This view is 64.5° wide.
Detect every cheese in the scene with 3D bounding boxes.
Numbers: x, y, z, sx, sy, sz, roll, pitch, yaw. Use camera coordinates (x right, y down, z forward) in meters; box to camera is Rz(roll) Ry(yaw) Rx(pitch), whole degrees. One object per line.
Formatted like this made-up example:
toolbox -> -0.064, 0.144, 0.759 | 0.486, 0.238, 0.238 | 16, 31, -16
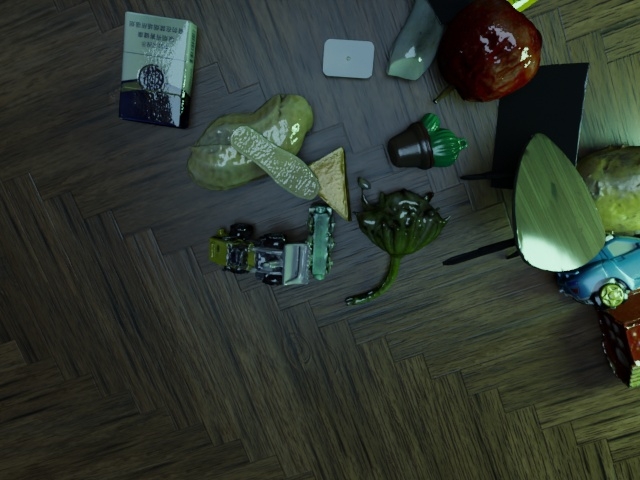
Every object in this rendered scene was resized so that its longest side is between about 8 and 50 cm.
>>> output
cheese -> 0.041, -0.126, 1.282 | 0.126, 0.093, 0.171 | -26, 87, 7

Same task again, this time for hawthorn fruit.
hawthorn fruit -> 0.369, -0.418, 1.183 | 0.230, 0.210, 0.266 | 28, 128, -27

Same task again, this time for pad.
pad -> 0.527, -0.271, 1.236 | 0.202, 0.005, 0.300 | 10, 103, 38
pad -> 0.318, -0.601, 1.195 | 0.190, 0.004, 0.127 | -35, 99, -21

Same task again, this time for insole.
insole -> -0.102, -0.182, 1.197 | 0.248, 0.011, 0.081 | 34, 99, -19

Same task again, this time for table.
table -> 0.437, -0.036, 1.190 | 0.317, 0.249, 0.317 | 7, 75, -30

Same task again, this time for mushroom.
mushroom -> 0.241, -0.524, 1.215 | 0.118, 0.103, 0.270 | 13, 90, -10

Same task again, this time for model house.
model house -> 0.851, 0.261, 1.311 | 0.196, 0.160, 0.254 | -20, 101, 5

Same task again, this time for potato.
potato -> 0.715, -0.124, 1.224 | 0.266, 0.229, 0.229 | -12, 100, 11

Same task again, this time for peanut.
peanut -> -0.172, -0.234, 1.255 | 0.340, 0.158, 0.174 | -17, 82, -1

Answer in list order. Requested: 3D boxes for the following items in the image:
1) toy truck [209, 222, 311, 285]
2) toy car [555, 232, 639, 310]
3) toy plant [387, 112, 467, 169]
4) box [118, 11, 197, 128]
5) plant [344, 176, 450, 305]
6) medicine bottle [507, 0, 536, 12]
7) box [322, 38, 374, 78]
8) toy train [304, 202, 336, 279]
toy truck -> -0.162, 0.041, 1.290 | 0.286, 0.111, 0.136 | 12, 106, 31
toy car -> 0.746, 0.052, 1.263 | 0.314, 0.198, 0.166 | -29, 87, 8
toy plant -> 0.269, -0.244, 1.266 | 0.200, 0.105, 0.143 | -16, 86, -13
box -> -0.406, -0.419, 1.265 | 0.168, 0.071, 0.259 | 8, 100, 0
plant -> 0.191, 0.008, 1.336 | 0.251, 0.180, 0.333 | 2, 134, -5
medicine bottle -> 0.526, -0.633, 1.196 | 0.260, 0.064, 0.095 | -33, 101, 6
box -> 0.069, -0.451, 1.263 | 0.126, 0.031, 0.091 | 3, 101, 1
toy train -> 0.000, 0.000, 1.307 | 0.080, 0.125, 0.194 | 4, 104, 3
